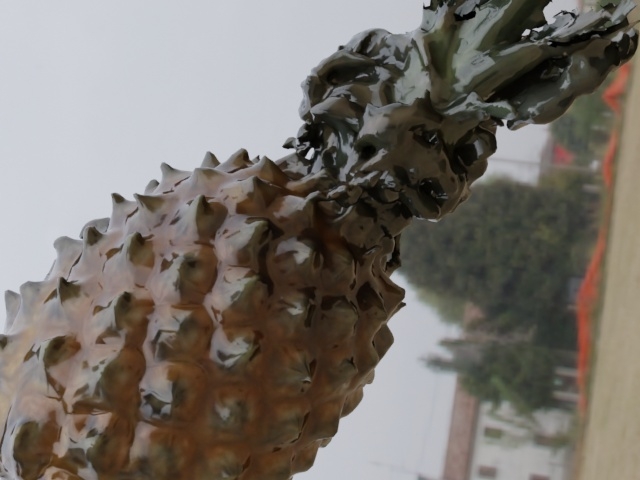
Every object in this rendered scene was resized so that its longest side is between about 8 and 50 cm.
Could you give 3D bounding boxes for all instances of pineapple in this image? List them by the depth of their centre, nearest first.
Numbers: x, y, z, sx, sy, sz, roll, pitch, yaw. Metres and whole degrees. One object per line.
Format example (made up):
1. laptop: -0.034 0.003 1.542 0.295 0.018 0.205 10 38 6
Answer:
1. pineapple: 0.000 0.000 0.532 0.361 0.175 0.175 -40 -16 1
